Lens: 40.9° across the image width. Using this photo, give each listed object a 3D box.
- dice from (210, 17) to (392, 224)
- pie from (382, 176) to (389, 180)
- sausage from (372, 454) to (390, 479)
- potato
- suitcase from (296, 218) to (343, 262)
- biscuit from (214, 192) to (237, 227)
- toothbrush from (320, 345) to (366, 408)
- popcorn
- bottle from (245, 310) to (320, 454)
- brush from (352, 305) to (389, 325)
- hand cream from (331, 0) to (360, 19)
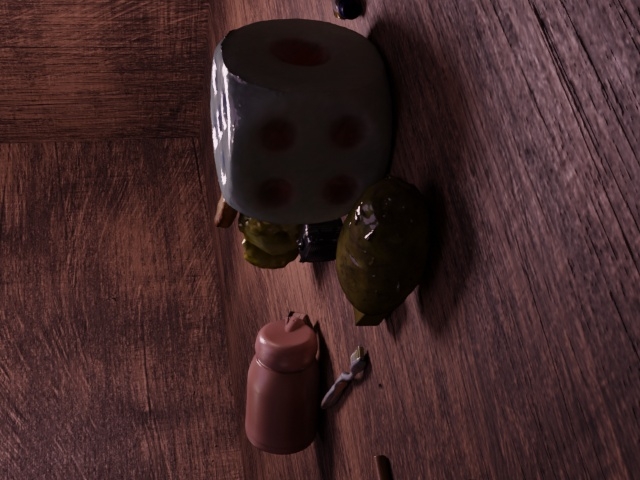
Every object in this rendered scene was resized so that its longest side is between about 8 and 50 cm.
[{"bbox_3d":[-0.039,-0.201,1.443,0.264,0.268,0.262,-110,20,-48],"label":"dice"},{"bbox_3d":[0.105,-0.051,1.371,0.170,0.034,0.092,116,144,-66],"label":"pie"},{"bbox_3d":[0.113,0.430,1.485,0.026,0.026,0.116,108,155,-57],"label":"sausage"},{"bbox_3d":[0.091,0.012,1.259,0.149,0.113,0.251,47,149,30],"label":"potato"},{"bbox_3d":[0.000,0.000,1.715,0.126,0.086,0.059,115,147,-64],"label":"suitcase"},{"bbox_3d":[-0.187,-0.114,1.872,0.299,0.045,0.154,130,154,-68],"label":"biscuit"},{"bbox_3d":[0.041,0.293,1.746,0.375,0.028,0.037,113,156,-61],"label":"toothbrush"},{"bbox_3d":[-0.092,-0.081,1.916,0.286,0.174,0.225,116,161,-57],"label":"popcorn"},{"bbox_3d":[-0.081,0.322,1.992,0.206,0.173,0.296,-49,-33,-58],"label":"bottle"},{"bbox_3d":[0.103,0.051,1.390,0.233,0.047,0.103,121,143,-59],"label":"brush"},{"bbox_3d":[0.036,-0.433,1.560,0.163,0.039,0.062,-115,9,-62],"label":"hand cream"}]
